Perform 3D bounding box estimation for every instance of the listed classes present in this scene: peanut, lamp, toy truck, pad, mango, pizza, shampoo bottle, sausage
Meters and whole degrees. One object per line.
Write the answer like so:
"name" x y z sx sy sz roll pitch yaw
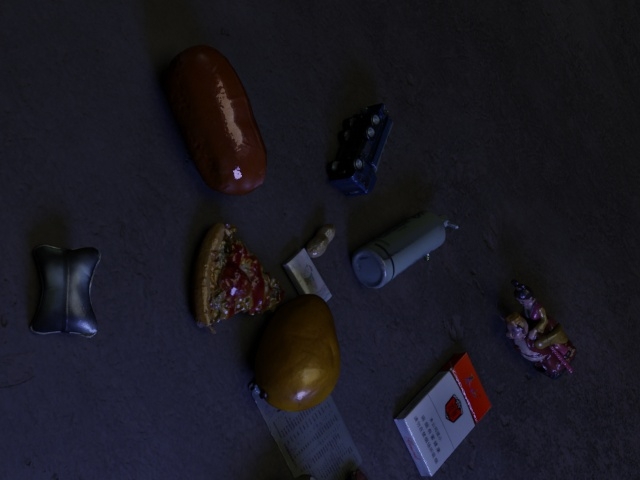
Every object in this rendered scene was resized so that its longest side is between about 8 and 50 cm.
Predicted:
"peanut" 0.000 0.000 1.820 0.037 0.037 0.083 48 53 -25
"lamp" 0.466 0.198 2.162 0.253 0.118 0.118 47 52 -34
"toy truck" 0.082 -0.179 1.919 0.088 0.074 0.202 46 52 -38
"pad" -0.020 0.328 1.747 0.159 0.009 0.265 -37 107 -43
"mango" -0.032 0.190 1.692 0.147 0.109 0.227 22 53 -3
"pizza" -0.126 0.073 1.666 0.198 0.062 0.188 18 71 -41
"shampoo bottle" 0.171 0.006 1.946 0.262 0.085 0.085 -31 102 -43
"sausage" -0.170 -0.196 1.639 0.133 0.133 0.258 -28 101 -43

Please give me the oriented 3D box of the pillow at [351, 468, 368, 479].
"pillow" 0.090 0.519 1.721 0.126 0.043 0.233 56 19 -32

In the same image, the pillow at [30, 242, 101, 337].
"pillow" -0.370 0.072 1.437 0.091 0.055 0.136 12 71 -39

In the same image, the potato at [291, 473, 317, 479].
"potato" -0.006 0.568 1.625 0.255 0.112 0.269 53 28 -38

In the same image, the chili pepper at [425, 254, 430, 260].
"chili pepper" 0.224 0.000 2.044 0.030 0.017 0.083 31 60 -37

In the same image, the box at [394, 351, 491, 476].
"box" 0.249 0.345 1.980 0.245 0.035 0.139 -35 105 -41

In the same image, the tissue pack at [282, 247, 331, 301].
"tissue pack" -0.024 0.073 1.788 0.056 0.023 0.108 -45 111 -40
